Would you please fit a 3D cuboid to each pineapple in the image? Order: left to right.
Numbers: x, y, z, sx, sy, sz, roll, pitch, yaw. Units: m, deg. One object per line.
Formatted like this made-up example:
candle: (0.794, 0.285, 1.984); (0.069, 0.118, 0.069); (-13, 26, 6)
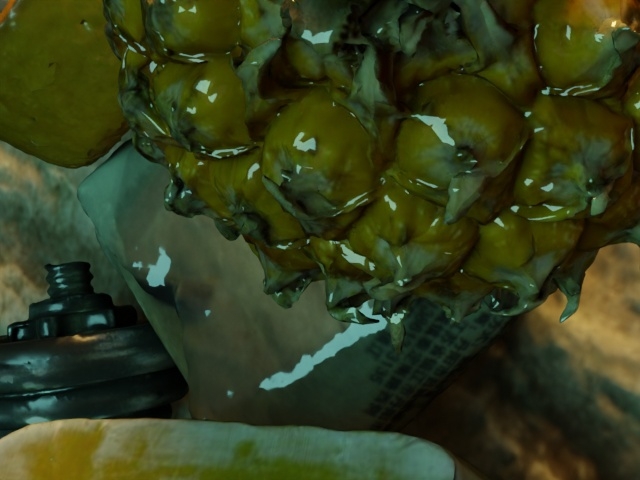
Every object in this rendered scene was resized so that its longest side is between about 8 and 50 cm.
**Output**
pineapple: (0.026, -0.040, 0.520); (0.344, 0.286, 0.209); (3, 91, 9)

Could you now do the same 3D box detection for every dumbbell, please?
dumbbell: (-0.157, 0.217, 0.854); (0.179, 0.179, 0.406); (-6, 90, 32)

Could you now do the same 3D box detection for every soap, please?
soap: (0.005, 0.223, 0.658); (0.293, 0.335, 0.156); (-3, 60, 35)

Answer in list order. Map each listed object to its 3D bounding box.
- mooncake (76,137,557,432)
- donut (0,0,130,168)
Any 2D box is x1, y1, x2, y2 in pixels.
mooncake: (0.003, 0.000, 0.760); (0.254, 0.136, 0.250); (-39, 71, 15)
donut: (-0.121, -0.165, 0.786); (0.108, 0.277, 0.277); (38, 116, -14)
